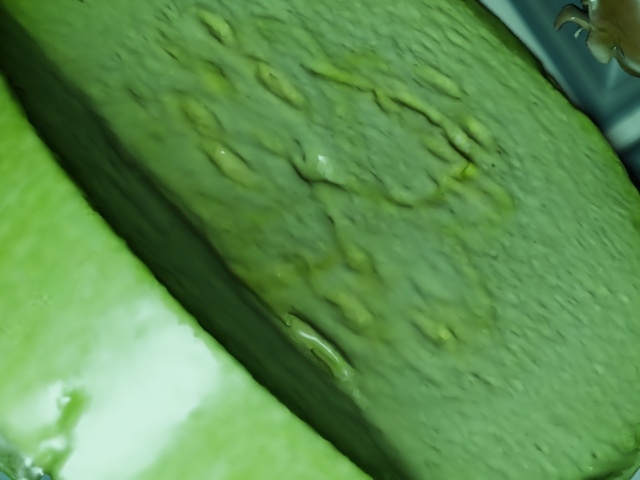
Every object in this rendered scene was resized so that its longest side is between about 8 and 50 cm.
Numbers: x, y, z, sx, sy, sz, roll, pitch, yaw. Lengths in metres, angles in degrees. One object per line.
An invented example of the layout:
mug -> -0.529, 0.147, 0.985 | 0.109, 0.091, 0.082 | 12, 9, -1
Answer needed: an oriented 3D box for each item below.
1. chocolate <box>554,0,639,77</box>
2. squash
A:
chocolate -> 0.100, -0.147, 0.456 | 0.093, 0.148, 0.214 | -1, 100, 5
squash -> -0.011, 0.006, 0.462 | 0.220, 0.220, 0.133 | 45, 106, 1
